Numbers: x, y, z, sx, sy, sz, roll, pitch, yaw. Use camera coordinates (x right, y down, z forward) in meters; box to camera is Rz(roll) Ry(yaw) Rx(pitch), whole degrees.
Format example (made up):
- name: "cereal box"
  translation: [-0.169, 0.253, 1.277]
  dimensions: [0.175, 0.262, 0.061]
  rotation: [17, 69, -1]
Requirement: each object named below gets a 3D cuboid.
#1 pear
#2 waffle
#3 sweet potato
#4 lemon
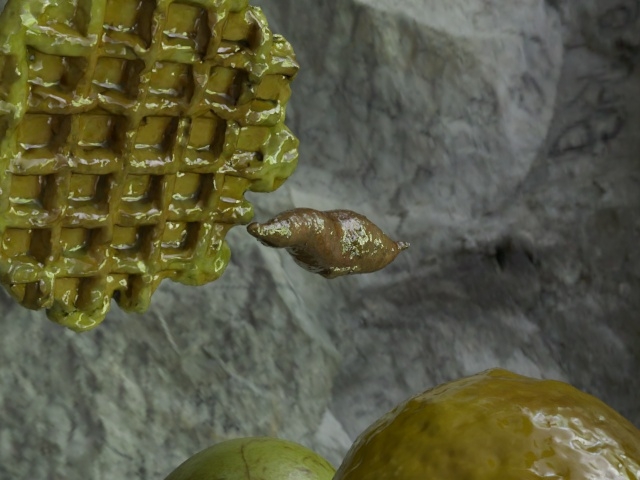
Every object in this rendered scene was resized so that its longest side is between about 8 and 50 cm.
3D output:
- name: "pear"
  translation: [-0.076, 0.356, 1.209]
  dimensions: [0.283, 0.284, 0.284]
  rotation: [-10, -126, 14]
- name: "waffle"
  translation: [-0.147, -0.077, 0.868]
  dimensions: [0.302, 0.325, 0.068]
  rotation: [-41, -130, -8]
- name: "sweet potato"
  translation: [-0.004, 0.001, 1.001]
  dimensions: [0.068, 0.226, 0.068]
  rotation: [-5, -98, 38]
- name: "lemon"
  translation: [0.104, 0.190, 0.617]
  dimensions: [0.233, 0.288, 0.234]
  rotation: [-1, -111, 4]
